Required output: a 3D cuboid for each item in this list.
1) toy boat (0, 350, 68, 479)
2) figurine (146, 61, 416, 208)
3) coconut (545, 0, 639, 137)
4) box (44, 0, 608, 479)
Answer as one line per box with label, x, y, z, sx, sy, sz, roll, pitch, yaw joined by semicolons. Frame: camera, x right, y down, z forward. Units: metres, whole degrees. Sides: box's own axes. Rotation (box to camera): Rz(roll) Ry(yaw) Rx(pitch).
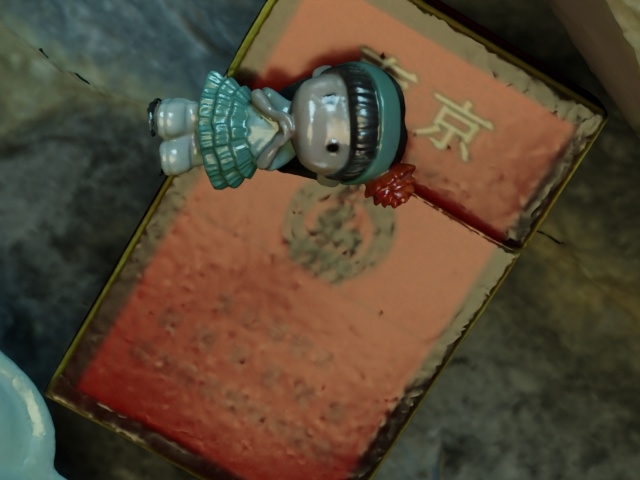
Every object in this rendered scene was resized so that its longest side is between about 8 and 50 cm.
toy boat;-0.218;0.106;0.645;0.199;0.100;0.290;-7;102;20
figurine;-0.015;-0.041;0.580;0.106;0.047;0.060;-2;89;6
coconut;0.187;-0.185;0.491;0.297;0.297;0.309;-34;106;9
box;0.000;0.000;0.649;0.153;0.074;0.239;31;103;-3
